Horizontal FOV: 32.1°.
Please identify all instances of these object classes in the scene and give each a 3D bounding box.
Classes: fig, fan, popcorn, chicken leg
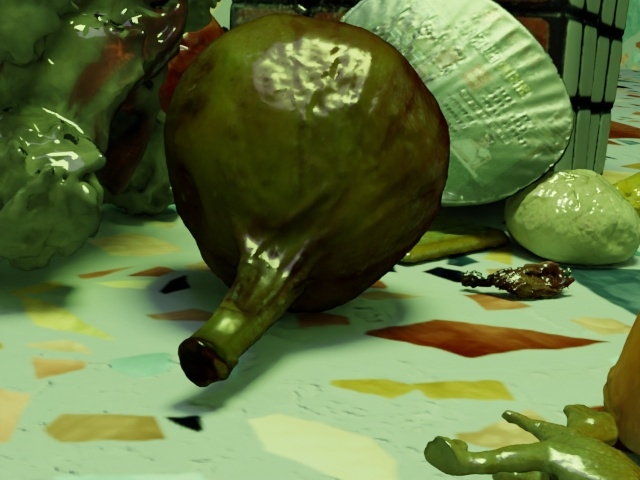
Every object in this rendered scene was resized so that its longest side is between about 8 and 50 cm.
[{"bbox_3d":[-0.038,-0.010,0.685,0.191,0.190,0.290,11,51,26],"label":"fig"},{"bbox_3d":[0.058,-0.123,0.931,0.294,0.223,0.012,-8,-22,0],"label":"fan"},{"bbox_3d":[0.315,-0.032,1.033,0.084,0.084,0.084,4,14,-1],"label":"popcorn"},{"bbox_3d":[0.143,0.028,0.787,0.083,0.021,0.036,-5,26,-19],"label":"chicken leg"}]

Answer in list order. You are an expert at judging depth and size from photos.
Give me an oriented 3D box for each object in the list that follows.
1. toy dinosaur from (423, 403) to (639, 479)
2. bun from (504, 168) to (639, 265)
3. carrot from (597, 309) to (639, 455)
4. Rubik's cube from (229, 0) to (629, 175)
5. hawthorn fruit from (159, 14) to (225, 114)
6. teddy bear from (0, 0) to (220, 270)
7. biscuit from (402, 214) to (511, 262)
[{"bbox_3d":[0.120,0.103,0.434,0.126,0.039,0.162,-5,18,-39],"label":"toy dinosaur"},{"bbox_3d":[0.209,-0.023,0.915,0.115,0.069,0.115,4,16,-1],"label":"bun"},{"bbox_3d":[0.225,0.002,0.513,0.159,0.225,0.159,4,18,-1],"label":"carrot"},{"bbox_3d":[0.123,-0.234,1.155,0.345,0.343,0.337,9,11,22],"label":"Rubik's cube"},{"bbox_3d":[-0.183,-0.201,1.294,0.251,0.189,0.189,18,19,32],"label":"hawthorn fruit"},{"bbox_3d":[-0.139,-0.186,0.793,0.224,0.367,0.357,37,10,1],"label":"teddy bear"},{"bbox_3d":[0.033,-0.019,0.962,0.139,0.016,0.231,-10,19,-43],"label":"biscuit"}]
